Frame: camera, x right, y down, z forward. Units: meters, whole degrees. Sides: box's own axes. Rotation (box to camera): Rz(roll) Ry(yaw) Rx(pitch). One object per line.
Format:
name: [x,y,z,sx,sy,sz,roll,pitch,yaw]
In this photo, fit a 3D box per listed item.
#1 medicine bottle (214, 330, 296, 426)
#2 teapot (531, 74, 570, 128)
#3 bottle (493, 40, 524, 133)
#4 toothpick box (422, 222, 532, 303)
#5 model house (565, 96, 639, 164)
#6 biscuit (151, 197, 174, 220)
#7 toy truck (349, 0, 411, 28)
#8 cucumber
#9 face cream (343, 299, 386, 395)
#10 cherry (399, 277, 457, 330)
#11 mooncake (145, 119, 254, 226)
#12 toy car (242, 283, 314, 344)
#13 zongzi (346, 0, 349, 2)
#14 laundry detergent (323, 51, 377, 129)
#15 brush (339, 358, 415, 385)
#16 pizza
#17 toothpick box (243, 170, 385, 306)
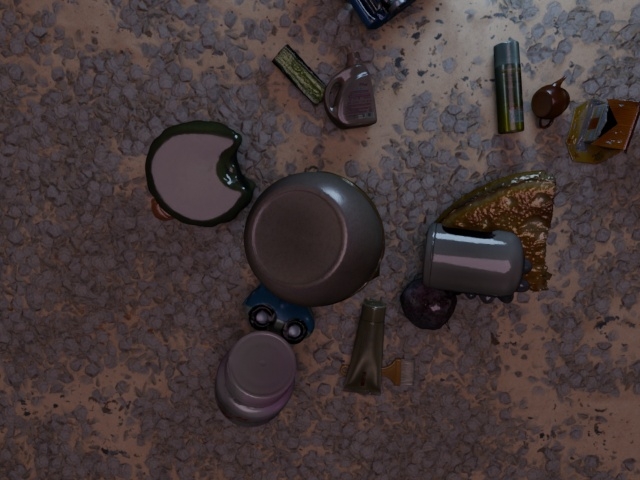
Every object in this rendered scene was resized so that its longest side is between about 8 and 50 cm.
medicine bottle: [-0.208,0.447,1.522,0.256,0.324,0.256,8,57,-13]
teapot: [0.760,-0.449,1.537,0.116,0.116,0.173,0,124,1]
bottle: [0.615,-0.497,1.537,0.082,0.082,0.285,-6,98,2]
toothpick box: [0.481,0.074,1.450,0.317,0.229,0.228,8,98,15]
model house: [0.937,-0.351,1.525,0.208,0.136,0.219,15,97,-3]
biscuit: [-0.524,-0.122,1.635,0.131,0.019,0.102,-21,98,3]
toy truck: [0.263,-0.812,1.455,0.367,0.175,0.146,-34,97,5]
cucumber: [-0.060,-0.545,1.559,0.211,0.062,0.078,43,110,-13]
face cream: [0.168,0.384,1.663,0.138,0.084,0.341,7,100,0]
cherry: [0.361,0.212,1.584,0.195,0.195,0.195,0,97,1]
mooncake: [-0.387,-0.214,1.536,0.352,0.187,0.351,-1,100,-7]
toy car: [-0.130,0.231,1.596,0.255,0.188,0.190,26,81,-6]
zongzi: [0.038,-0.881,1.429,0.242,0.221,0.112,41,81,-2]
laundry detergent: [0.089,-0.486,1.535,0.171,0.076,0.236,-13,98,-16]
brush: [0.206,0.475,1.707,0.273,0.013,0.103,2,97,1]
pizza: [0.615,0.002,1.568,0.440,0.130,0.406,-28,99,24]
toothpick box: [0.000,0.000,1.442,0.409,0.425,0.408,0,89,16]
